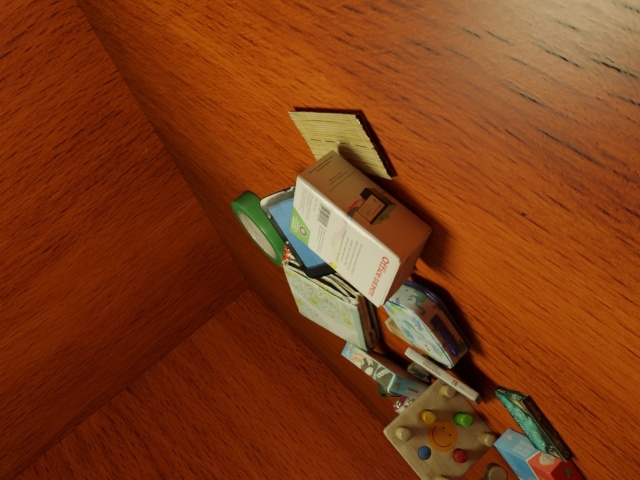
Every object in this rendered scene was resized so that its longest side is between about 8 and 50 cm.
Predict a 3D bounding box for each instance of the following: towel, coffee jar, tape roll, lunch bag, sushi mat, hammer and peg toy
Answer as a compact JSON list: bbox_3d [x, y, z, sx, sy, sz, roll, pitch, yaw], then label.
[{"bbox_3d":[0.041,0.210,2.122,0.320,0.090,0.374,29,154,28],"label":"towel"},{"bbox_3d":[0.268,0.542,2.354,0.184,0.079,0.096,115,153,-74],"label":"coffee jar"},{"bbox_3d":[-0.217,-0.043,2.425,0.321,0.077,0.321,48,166,15],"label":"tape roll"},{"bbox_3d":[0.252,0.194,1.489,0.219,0.090,0.176,52,167,-26],"label":"lunch bag"},{"bbox_3d":[0.037,-0.206,1.310,0.151,0.019,0.316,59,164,-25],"label":"sushi mat"},{"bbox_3d":[0.382,0.615,1.822,0.361,0.266,0.127,51,166,1],"label":"hammer and peg toy"}]

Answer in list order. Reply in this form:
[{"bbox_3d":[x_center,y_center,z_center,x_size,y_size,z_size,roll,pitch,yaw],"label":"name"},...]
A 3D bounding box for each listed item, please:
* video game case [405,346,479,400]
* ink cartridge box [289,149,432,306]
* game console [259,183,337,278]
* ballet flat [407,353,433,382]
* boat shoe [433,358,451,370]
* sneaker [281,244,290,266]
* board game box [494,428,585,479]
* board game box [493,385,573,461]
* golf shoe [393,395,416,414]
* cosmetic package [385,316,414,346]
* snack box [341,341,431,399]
[{"bbox_3d":[0.330,0.363,1.658,0.206,0.026,0.227,32,174,23],"label":"video game case"},{"bbox_3d":[0.077,-0.023,1.325,0.278,0.117,0.201,40,150,18],"label":"ink cartridge box"},{"bbox_3d":[0.000,0.000,1.615,0.293,0.173,0.250,56,179,-25],"label":"game console"},{"bbox_3d":[0.313,0.388,1.922,0.084,0.058,0.250,24,165,13],"label":"ballet flat"},{"bbox_3d":[0.321,0.296,1.619,0.059,0.063,0.170,43,166,8],"label":"boat shoe"},{"bbox_3d":[-0.089,0.045,2.153,0.107,0.118,0.279,37,161,42],"label":"sneaker"},{"bbox_3d":[0.612,0.646,1.594,0.316,0.064,0.242,53,166,-9],"label":"board game box"},{"bbox_3d":[0.499,0.431,1.478,0.186,0.026,0.126,52,167,-6],"label":"board game box"},{"bbox_3d":[0.353,0.609,2.238,0.140,0.115,0.306,47,167,4],"label":"golf shoe"},{"bbox_3d":[0.239,0.243,1.750,0.115,0.060,0.041,27,152,56],"label":"cosmetic package"},{"bbox_3d":[0.228,0.448,2.150,0.187,0.060,0.322,25,180,-28],"label":"snack box"}]
